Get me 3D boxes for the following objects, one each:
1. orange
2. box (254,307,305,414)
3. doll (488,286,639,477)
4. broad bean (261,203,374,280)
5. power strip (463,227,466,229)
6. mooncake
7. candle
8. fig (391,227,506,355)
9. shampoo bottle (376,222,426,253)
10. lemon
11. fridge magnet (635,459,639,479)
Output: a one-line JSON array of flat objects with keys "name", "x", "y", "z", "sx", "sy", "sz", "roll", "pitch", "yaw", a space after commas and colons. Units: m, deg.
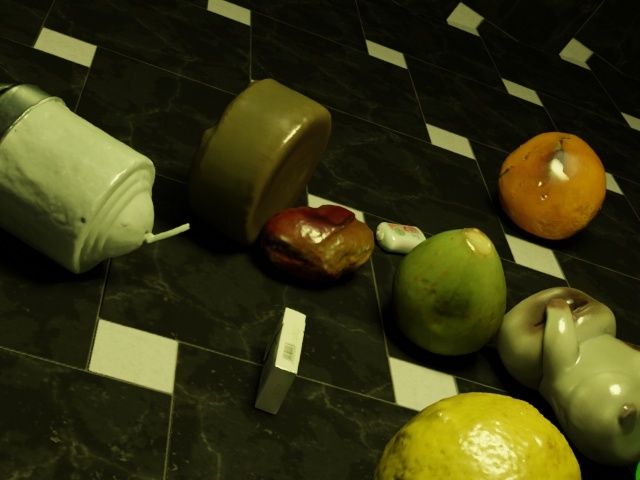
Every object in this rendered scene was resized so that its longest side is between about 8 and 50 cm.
[{"name": "orange", "x": 0.524, "y": -0.128, "z": 2.417, "sx": 0.246, "sy": 0.246, "sz": 0.246, "roll": 20, "pitch": 28, "yaw": -11}, {"name": "box", "x": -0.058, "y": 0.177, "z": 1.585, "sx": 0.040, "sy": 0.084, "sz": 0.154, "roll": 20, "pitch": 28, "yaw": -7}, {"name": "doll", "x": 0.453, "y": 0.222, "z": 1.795, "sx": 0.215, "sy": 0.226, "sz": 0.370, "roll": -28, "pitch": 56, "yaw": -15}, {"name": "broad bean", "x": -0.002, "y": 0.002, "z": 1.895, "sx": 0.156, "sy": 0.122, "sz": 0.229, "roll": 32, "pitch": 23, "yaw": 36}, {"name": "power strip", "x": 0.261, "y": 0.052, "z": 2.082, "sx": 0.044, "sy": 0.064, "sz": 0.305, "roll": 26, "pitch": 28, "yaw": 6}, {"name": "mooncake", "x": -0.113, "y": -0.140, "z": 1.870, "sx": 0.156, "sy": 0.284, "sz": 0.284, "roll": 31, "pitch": 28, "yaw": 11}, {"name": "candle", "x": -0.386, "y": -0.082, "z": 1.618, "sx": 0.343, "sy": 0.221, "sz": 0.221, "roll": 31, "pitch": 28, "yaw": 9}, {"name": "fig", "x": 0.217, "y": 0.085, "z": 1.826, "sx": 0.207, "sy": 0.230, "sz": 0.207, "roll": -5, "pitch": 57, "yaw": 8}, {"name": "shampoo bottle", "x": 0.155, "y": -0.004, "z": 2.114, "sx": 0.099, "sy": 0.043, "sz": 0.072, "roll": 9, "pitch": 32, "yaw": -29}, {"name": "lemon", "x": 0.193, "y": 0.329, "z": 1.354, "sx": 0.322, "sy": 0.268, "sz": 0.268, "roll": -6, "pitch": 42, "yaw": -45}, {"name": "fridge magnet", "x": 0.573, "y": 0.420, "z": 1.661, "sx": 0.208, "sy": 0.088, "sz": 0.208, "roll": 21, "pitch": 40, "yaw": -19}]
